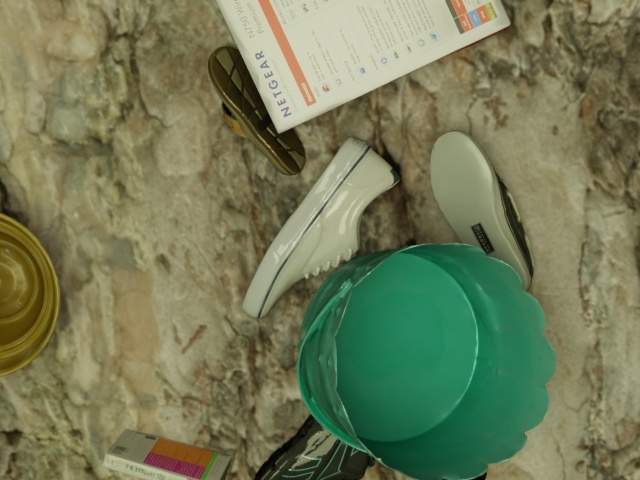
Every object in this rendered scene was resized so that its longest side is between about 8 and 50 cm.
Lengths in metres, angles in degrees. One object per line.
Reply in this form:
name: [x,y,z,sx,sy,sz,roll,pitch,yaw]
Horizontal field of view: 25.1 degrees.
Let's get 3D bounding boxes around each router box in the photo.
router box: [0.016,-0.338,1.674,0.301,0.082,0.335,-24,96,4]

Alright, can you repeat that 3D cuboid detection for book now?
book: [-0.193,0.282,1.813,0.144,0.096,0.035,17,102,4]

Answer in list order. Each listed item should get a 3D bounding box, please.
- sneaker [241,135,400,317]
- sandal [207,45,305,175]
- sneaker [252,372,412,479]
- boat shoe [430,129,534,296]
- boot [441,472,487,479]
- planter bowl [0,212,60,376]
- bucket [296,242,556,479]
sneaker: [0.000,0.000,1.743,0.091,0.094,0.258,35,102,2]
sandal: [-0.086,-0.151,1.749,0.049,0.072,0.180,-24,105,43]
sneaker: [0.000,0.277,1.787,0.106,0.101,0.267,41,102,-3]
boat shoe: [0.196,-0.034,1.726,0.078,0.070,0.219,-16,103,28]
boot: [0.159,0.316,1.765,0.106,0.114,0.037,-37,93,11]
planter bowl: [-0.420,0.058,1.807,0.217,0.090,0.217,1,100,7]
bucket: [0.112,0.134,1.664,0.281,0.183,0.281,0,91,-18]
